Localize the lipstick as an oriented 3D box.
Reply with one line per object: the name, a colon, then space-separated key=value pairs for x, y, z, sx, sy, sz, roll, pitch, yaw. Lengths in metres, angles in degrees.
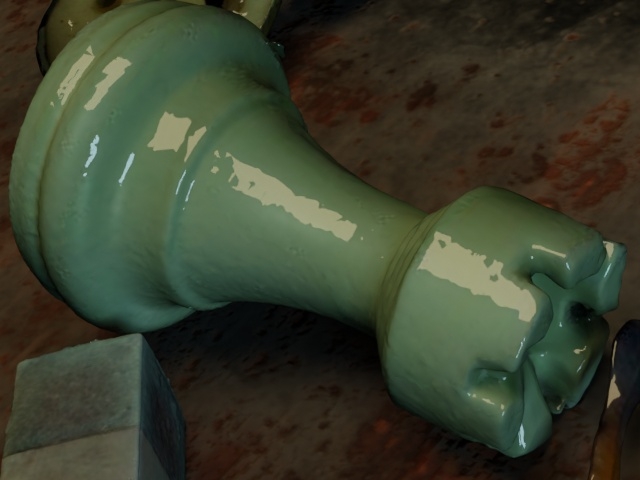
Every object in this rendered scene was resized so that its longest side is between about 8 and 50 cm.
lipstick: x=-0.105 y=0.202 z=0.602 sx=0.076 sy=0.079 sz=0.371 roll=-13 pitch=41 yaw=6

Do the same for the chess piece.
chess piece: x=0.000 y=0.000 z=0.718 sx=0.299 sy=0.194 sz=0.194 roll=25 pitch=57 yaw=29

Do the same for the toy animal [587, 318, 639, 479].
toy animal: x=0.138 y=0.168 z=0.496 sx=0.302 sy=0.225 sz=0.284 roll=-59 pitch=18 yaw=-12

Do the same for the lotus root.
lotus root: x=-0.108 y=-0.161 z=1.006 sx=0.183 sy=0.078 sz=0.203 roll=12 pitch=61 yaw=24
